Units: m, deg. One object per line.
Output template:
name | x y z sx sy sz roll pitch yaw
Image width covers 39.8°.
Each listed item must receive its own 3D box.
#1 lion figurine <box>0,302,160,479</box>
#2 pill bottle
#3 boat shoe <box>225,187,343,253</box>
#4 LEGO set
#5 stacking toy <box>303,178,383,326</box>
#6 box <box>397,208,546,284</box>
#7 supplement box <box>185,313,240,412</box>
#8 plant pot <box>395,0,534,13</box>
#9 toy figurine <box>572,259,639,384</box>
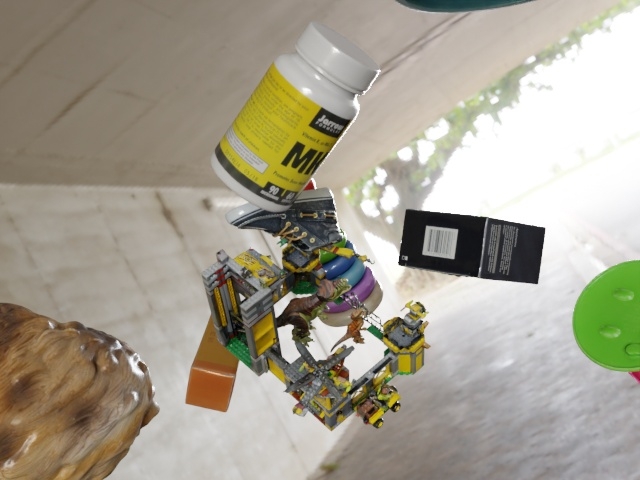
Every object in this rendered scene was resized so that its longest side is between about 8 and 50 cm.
lion figurine | -0.322 0.068 0.638 0.240 0.392 0.142 -48 7 -24
pill bottle | -0.030 -0.146 1.052 0.208 0.119 0.119 -53 -13 21
boat shoe | -0.043 -0.021 1.224 0.183 0.083 0.065 -13 -9 -40
LEGO set | -0.009 0.094 1.248 0.255 0.331 0.192 -30 -38 -21
stacking toy | 0.000 0.000 1.679 0.141 0.330 0.141 -20 27 11
box | 0.229 0.009 1.339 0.158 0.093 0.156 8 1 -45
supplement box | -0.175 0.203 1.545 0.078 0.080 0.233 12 22 -1
plant pot | 0.139 -0.315 0.547 0.272 0.255 0.271 -15 -5 -1
toy figurine | 0.383 0.117 0.956 0.173 0.159 0.130 7 65 44
